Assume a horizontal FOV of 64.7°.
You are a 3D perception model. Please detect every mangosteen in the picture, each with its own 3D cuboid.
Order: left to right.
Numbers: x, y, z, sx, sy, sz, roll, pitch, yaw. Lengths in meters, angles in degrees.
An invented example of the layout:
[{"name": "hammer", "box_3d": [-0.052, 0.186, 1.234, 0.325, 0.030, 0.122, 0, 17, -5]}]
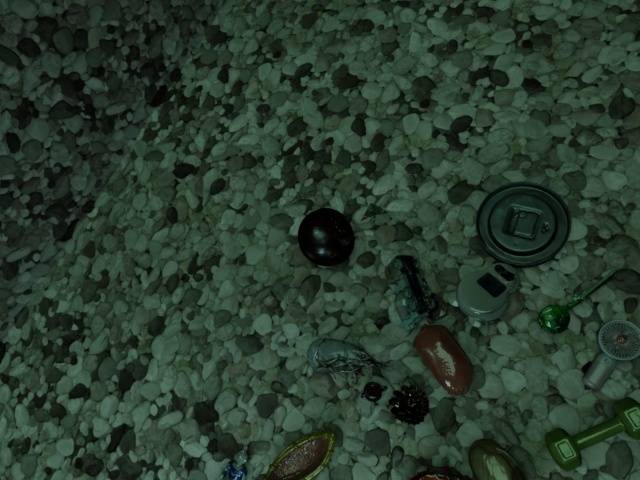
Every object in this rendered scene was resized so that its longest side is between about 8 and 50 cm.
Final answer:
[{"name": "mangosteen", "box_3d": [0.000, 0.000, 1.972, 0.261, 0.235, 0.235, -35, 59, 42]}]

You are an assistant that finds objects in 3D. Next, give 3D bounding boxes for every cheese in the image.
[{"name": "cheese", "box_3d": [0.401, 0.213, 1.848, 0.086, 0.036, 0.162, -30, 65, 13]}]

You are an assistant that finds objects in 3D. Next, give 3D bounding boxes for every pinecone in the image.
[{"name": "pinecone", "box_3d": [0.302, 0.549, 1.707, 0.140, 0.140, 0.121, 32, 126, 25]}]

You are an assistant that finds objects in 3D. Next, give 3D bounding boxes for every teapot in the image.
[{"name": "teapot", "box_3d": [0.191, 0.542, 1.802, 0.100, 0.045, 0.068, -15, 45, -5]}]

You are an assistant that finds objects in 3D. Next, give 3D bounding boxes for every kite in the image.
[{"name": "kite", "box_3d": [0.216, -0.113, 2.038, 0.122, 0.004, 0.090, -12, 68, 14]}]

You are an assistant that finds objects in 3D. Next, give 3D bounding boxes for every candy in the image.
[{"name": "candy", "box_3d": [0.865, 0.195, 1.689, 0.323, 0.097, 0.097, -35, 64, -5]}]

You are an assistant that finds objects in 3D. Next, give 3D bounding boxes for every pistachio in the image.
[{"name": "pistachio", "box_3d": [0.555, 0.733, 1.569, 0.138, 0.153, 0.238, -23, 61, -35]}]

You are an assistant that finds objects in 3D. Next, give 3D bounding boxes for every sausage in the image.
[{"name": "sausage", "box_3d": [0.423, 0.396, 1.723, 0.148, 0.148, 0.254, -39, 70, 3]}]

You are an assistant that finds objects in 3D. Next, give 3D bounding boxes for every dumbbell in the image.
[{"name": "dumbbell", "box_3d": [0.840, 0.587, 1.533, 0.302, 0.108, 0.121, -29, 65, 7]}]

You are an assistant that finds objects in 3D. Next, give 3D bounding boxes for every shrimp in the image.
[{"name": "shrimp", "box_3d": [0.102, 0.441, 1.827, 0.343, 0.116, 0.145, 4, 74, 27]}]

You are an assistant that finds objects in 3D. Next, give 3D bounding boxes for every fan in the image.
[{"name": "fan", "box_3d": [0.919, 0.365, 1.602, 0.130, 0.074, 0.244, 33, 85, 24]}]

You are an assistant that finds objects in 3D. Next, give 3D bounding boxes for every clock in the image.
[{"name": "clock", "box_3d": [0.724, -0.055, 1.816, 0.319, 0.066, 0.319, -6, 70, 17]}]

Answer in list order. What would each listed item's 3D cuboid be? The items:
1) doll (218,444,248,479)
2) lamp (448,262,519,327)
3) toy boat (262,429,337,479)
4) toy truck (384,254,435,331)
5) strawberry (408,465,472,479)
[{"name": "doll", "box_3d": [-0.312, 0.863, 1.855, 0.114, 0.057, 0.227, 25, 90, 30]}, {"name": "lamp", "box_3d": [0.581, 0.181, 1.760, 0.246, 0.108, 0.179, -39, 61, -5]}, {"name": "toy boat", "box_3d": [-0.066, 0.775, 1.780, 0.318, 0.099, 0.141, -36, 68, 1]}, {"name": "toy truck", "box_3d": [0.313, 0.190, 1.839, 0.140, 0.108, 0.257, -48, 50, 47]}, {"name": "strawberry", "box_3d": [0.362, 0.872, 1.586, 0.265, 0.149, 0.336, 35, 96, 18]}]
